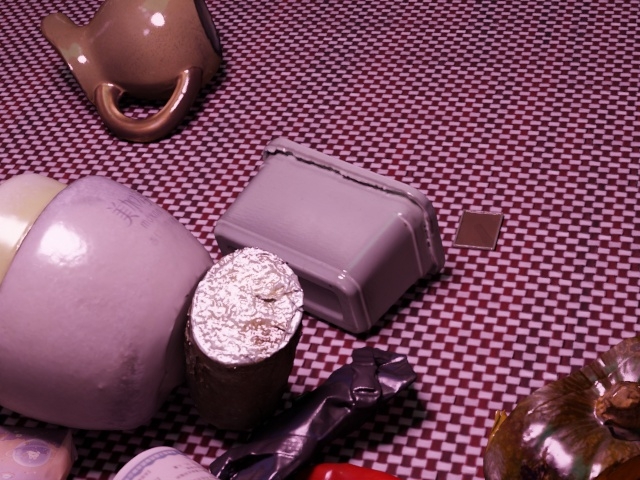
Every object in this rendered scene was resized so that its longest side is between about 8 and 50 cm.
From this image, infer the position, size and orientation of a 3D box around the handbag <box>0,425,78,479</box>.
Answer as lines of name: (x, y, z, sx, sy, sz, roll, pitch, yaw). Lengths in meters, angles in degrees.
handbag: (-0.382, 0.308, 1.330, 0.117, 0.095, 0.173, 0, 32, 13)

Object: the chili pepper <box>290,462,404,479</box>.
chili pepper: (0.100, 0.354, 1.198, 0.137, 0.092, 0.368, -38, 37, -5)

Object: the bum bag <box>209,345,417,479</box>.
bum bag: (-0.004, 0.225, 1.354, 0.310, 0.074, 0.137, -36, 17, -23)

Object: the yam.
yam: (-0.100, 0.137, 1.346, 0.153, 0.254, 0.154, 6, 53, -7)

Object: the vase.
vase: (-0.342, -0.330, 2.026, 0.302, 0.241, 0.329, -19, 65, 6)

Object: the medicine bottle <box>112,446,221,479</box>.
medicine bottle: (-0.127, 0.340, 1.200, 0.236, 0.139, 0.139, 27, 51, 37)

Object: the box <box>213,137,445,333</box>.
box: (0.000, 0.000, 1.578, 0.311, 0.175, 0.182, 23, 57, 33)

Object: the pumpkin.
pumpkin: (0.332, 0.219, 1.196, 0.317, 0.222, 0.139, -22, 40, -18)

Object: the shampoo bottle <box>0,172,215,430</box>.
shampoo bottle: (-0.304, 0.083, 1.400, 0.317, 0.322, 0.322, 26, 45, 3)

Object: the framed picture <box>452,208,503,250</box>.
framed picture: (0.244, -0.016, 1.669, 0.066, 0.007, 0.089, 5, 41, 16)
